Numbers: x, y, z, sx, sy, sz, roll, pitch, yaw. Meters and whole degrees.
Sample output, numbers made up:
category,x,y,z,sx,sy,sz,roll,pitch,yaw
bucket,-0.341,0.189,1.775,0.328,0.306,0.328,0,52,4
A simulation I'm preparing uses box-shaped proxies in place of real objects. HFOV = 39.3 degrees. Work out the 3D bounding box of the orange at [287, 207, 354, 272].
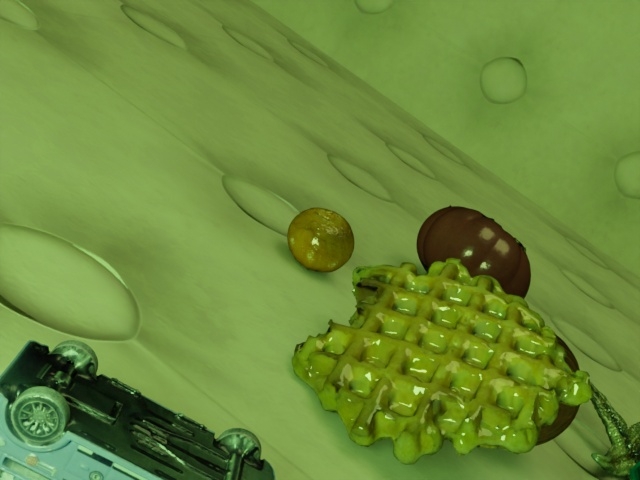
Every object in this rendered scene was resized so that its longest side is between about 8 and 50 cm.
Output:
category,x,y,z,sx,sy,sz,roll,pitch,yaw
orange,0.000,0.000,1.077,0.083,0.070,0.083,17,28,-10

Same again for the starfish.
category,x,y,z,sx,sy,sz,roll,pitch,yaw
starfish,0.386,0.258,1.117,0.224,0.050,0.216,8,49,-50

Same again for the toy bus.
category,x,y,z,sx,sy,sz,roll,pitch,yaw
toy bus,-0.110,0.126,0.510,0.167,0.076,0.073,30,16,-7

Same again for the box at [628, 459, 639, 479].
category,x,y,z,sx,sy,sz,roll,pitch,yaw
box,0.402,0.335,0.926,0.161,0.042,0.226,38,20,0

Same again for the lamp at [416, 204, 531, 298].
category,x,y,z,sx,sy,sz,roll,pitch,yaw
lamp,0.216,0.035,1.298,0.182,0.140,0.182,39,-1,1

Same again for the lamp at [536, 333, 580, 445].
category,x,y,z,sx,sy,sz,roll,pitch,yaw
lamp,0.205,0.150,0.938,0.136,0.136,0.136,31,17,-11

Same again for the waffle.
category,x,y,z,sx,sy,sz,roll,pitch,yaw
waffle,0.101,0.102,0.845,0.291,0.051,0.291,4,34,-3
